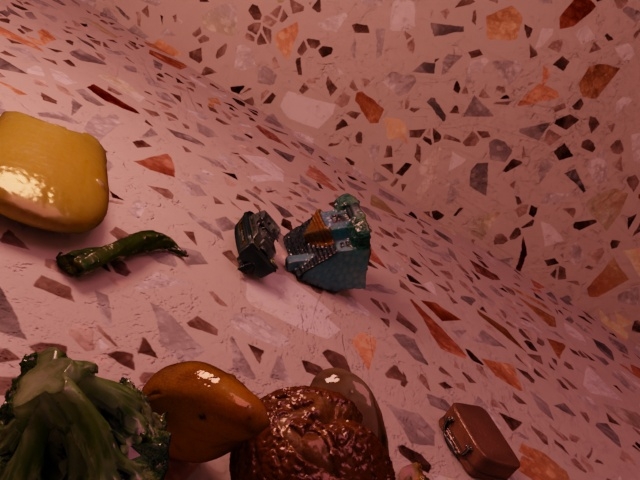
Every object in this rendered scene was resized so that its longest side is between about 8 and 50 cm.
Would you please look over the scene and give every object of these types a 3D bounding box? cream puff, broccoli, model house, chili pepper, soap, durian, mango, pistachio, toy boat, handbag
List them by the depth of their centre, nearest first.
[{"bbox_3d":[-0.323,0.261,0.845,0.294,0.246,0.265,16,36,41],"label":"broccoli"},{"bbox_3d":[-0.182,0.256,1.010,0.177,0.295,0.120,37,49,-16],"label":"mango"},{"bbox_3d":[-0.006,0.368,1.096,0.302,0.212,0.303,24,21,-10],"label":"cream puff"},{"bbox_3d":[0.200,0.493,1.292,0.140,0.078,0.224,30,22,-7],"label":"durian"},{"bbox_3d":[0.056,0.365,1.300,0.137,0.153,0.238,-7,72,-45],"label":"pistachio"},{"bbox_3d":[-0.426,0.022,1.480,0.084,0.077,0.359,13,13,24],"label":"chili pepper"},{"bbox_3d":[-0.627,-0.147,1.499,0.306,0.115,0.427,27,22,-25],"label":"soap"},{"bbox_3d":[0.374,0.481,1.583,0.151,0.072,0.193,19,26,-32],"label":"handbag"},{"bbox_3d":[-0.175,-0.010,1.826,0.114,0.122,0.296,51,9,-25],"label":"toy boat"},{"bbox_3d":[0.000,0.000,1.972,0.240,0.226,0.261,-6,31,-12],"label":"model house"}]
